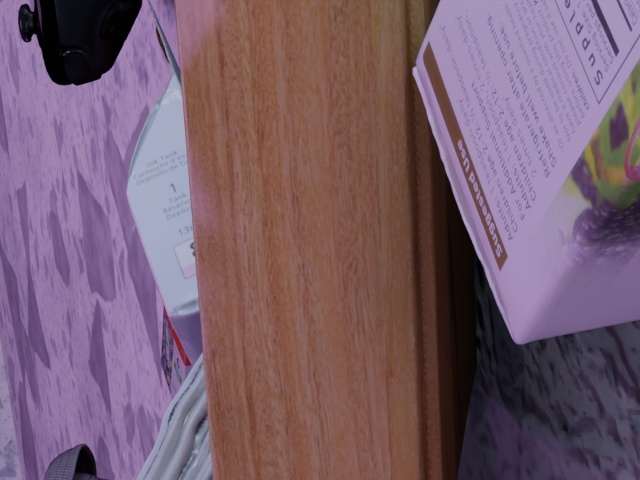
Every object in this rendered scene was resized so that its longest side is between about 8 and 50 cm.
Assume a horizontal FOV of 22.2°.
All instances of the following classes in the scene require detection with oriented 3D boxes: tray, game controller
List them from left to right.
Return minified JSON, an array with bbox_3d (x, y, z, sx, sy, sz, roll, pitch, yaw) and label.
[{"bbox_3d":[-0.144,-0.200,0.992,0.319,0.067,0.166,-98,-6,-73],"label":"game controller"},{"bbox_3d":[0.008,-0.102,0.547,0.203,0.076,0.411,-63,-28,-70],"label":"tray"}]

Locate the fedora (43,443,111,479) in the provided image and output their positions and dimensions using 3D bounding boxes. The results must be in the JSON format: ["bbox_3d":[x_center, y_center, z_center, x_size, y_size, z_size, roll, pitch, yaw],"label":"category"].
[{"bbox_3d":[-0.157,0.298,1.258,0.244,0.124,0.275,96,178,-79],"label":"fedora"}]

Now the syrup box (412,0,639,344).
[{"bbox_3d":[0.101,-0.073,0.352,0.237,0.093,0.096,110,146,-58],"label":"syrup box"}]

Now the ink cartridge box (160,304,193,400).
[{"bbox_3d":[-0.092,0.068,1.155,0.063,0.029,0.115,-115,23,-43],"label":"ink cartridge box"}]

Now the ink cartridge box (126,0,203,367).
[{"bbox_3d":[-0.064,0.003,0.899,0.189,0.066,0.232,70,173,-50],"label":"ink cartridge box"}]

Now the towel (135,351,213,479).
[{"bbox_3d":[-0.050,0.167,0.732,0.209,0.034,0.285,-62,-19,-19],"label":"towel"}]
